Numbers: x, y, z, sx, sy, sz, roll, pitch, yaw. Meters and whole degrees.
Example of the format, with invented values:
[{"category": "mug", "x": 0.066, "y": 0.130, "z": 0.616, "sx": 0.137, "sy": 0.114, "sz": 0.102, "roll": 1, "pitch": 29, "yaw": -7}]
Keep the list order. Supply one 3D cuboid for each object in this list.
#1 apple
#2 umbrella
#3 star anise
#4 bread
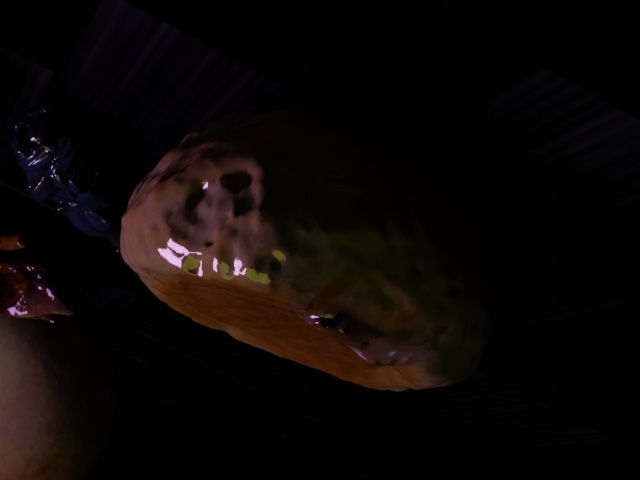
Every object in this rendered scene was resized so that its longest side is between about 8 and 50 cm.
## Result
[{"category": "apple", "x": -0.413, "y": 0.198, "z": 1.977, "sx": 0.319, "sy": 0.277, "sz": 0.319, "roll": 21, "pitch": 166, "yaw": 6}, {"category": "umbrella", "x": -0.189, "y": -0.037, "z": 1.258, "sx": 0.071, "sy": 0.071, "sz": 0.248, "roll": 21, "pitch": 166, "yaw": 11}, {"category": "star anise", "x": -0.375, "y": 0.042, "z": 1.721, "sx": 0.212, "sy": 0.111, "sz": 0.196, "roll": -4, "pitch": -171, "yaw": -9}, {"category": "bread", "x": 0.000, "y": 0.000, "z": 0.976, "sx": 0.244, "sy": 0.134, "sz": 0.244, "roll": 20, "pitch": 163, "yaw": 6}]
